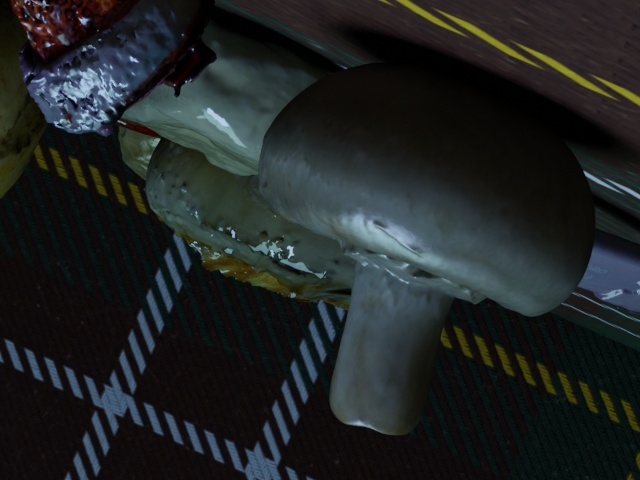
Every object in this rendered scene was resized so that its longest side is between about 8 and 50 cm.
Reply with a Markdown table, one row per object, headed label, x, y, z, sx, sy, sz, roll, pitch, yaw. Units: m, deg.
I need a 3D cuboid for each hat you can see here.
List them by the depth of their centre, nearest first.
| label | x | y | z | sx | sy | sz | roll | pitch | yaw |
| --- | --- | --- | --- | --- | --- | --- | --- | --- | --- |
| hat | -0.160 | -0.163 | 1.049 | 0.227 | 0.129 | 0.140 | 44 | -174 | -27 |

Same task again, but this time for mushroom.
| label | x | y | z | sx | sy | sz | roll | pitch | yaw |
| --- | --- | --- | --- | --- | --- | --- | --- | --- | --- |
| mushroom | 0.054 | 0.007 | 1.125 | 0.207 | 0.215 | 0.207 | 16 | -178 | -1 |

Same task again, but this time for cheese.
| label | x | y | z | sx | sy | sz | roll | pitch | yaw |
| --- | --- | --- | --- | --- | --- | --- | --- | --- | --- |
| cheese | -0.073 | -0.107 | 1.390 | 0.159 | 0.093 | 0.263 | 21 | 178 | -22 |

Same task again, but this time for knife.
| label | x | y | z | sx | sy | sz | roll | pitch | yaw |
| --- | --- | --- | --- | --- | --- | --- | --- | --- | --- |
| knife | 0.149 | -0.007 | 1.397 | 0.399 | 0.038 | 0.132 | 19 | 152 | -35 |

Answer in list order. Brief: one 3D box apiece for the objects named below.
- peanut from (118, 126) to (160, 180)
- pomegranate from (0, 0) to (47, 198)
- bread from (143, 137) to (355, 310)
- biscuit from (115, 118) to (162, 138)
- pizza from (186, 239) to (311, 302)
| label | x | y | z | sx | sy | sz | roll | pitch | yaw |
| --- | --- | --- | --- | --- | --- | --- | --- | --- | --- |
| peanut | -0.128 | -0.098 | 2.071 | 0.197 | 0.110 | 0.233 | 16 | 179 | -2 |
| pomegranate | -0.302 | -0.123 | 1.275 | 0.260 | 0.260 | 0.260 | 24 | 178 | 1 |
| bread | -0.008 | -0.032 | 1.670 | 0.305 | 0.158 | 0.305 | 27 | 180 | 0 |
| biscuit | -0.249 | -0.175 | 1.814 | 0.314 | 0.063 | 0.367 | 24 | 174 | 27 |
| pizza | 0.000 | 0.000 | 2.074 | 0.335 | 0.086 | 0.226 | -2 | 159 | -18 |
